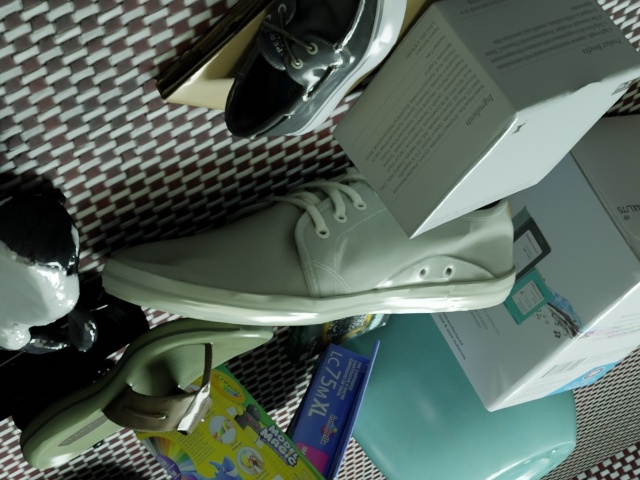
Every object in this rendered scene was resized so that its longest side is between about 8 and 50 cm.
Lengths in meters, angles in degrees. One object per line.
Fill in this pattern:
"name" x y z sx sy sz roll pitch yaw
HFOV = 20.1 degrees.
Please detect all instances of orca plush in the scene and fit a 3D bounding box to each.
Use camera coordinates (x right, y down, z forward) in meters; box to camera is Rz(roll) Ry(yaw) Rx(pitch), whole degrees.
"orca plush" -0.211 0.015 1.393 0.102 0.151 0.287 -57 166 -21

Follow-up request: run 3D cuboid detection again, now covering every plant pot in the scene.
"plant pot" 0.171 0.195 2.185 0.293 0.235 0.293 -26 161 -10

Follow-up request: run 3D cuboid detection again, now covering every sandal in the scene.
"sandal" -0.153 0.152 1.680 0.302 0.086 0.120 -36 156 29

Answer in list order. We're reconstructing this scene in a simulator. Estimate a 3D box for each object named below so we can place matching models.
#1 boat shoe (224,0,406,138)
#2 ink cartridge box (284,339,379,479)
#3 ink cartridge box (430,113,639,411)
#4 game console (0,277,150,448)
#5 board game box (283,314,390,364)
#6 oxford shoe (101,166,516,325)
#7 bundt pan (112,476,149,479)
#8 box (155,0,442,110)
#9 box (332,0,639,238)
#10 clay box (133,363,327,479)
"boat shoe" -0.013 -0.140 1.274 0.076 0.080 0.228 -20 166 -30
"ink cartridge box" -0.015 0.245 2.063 0.311 0.065 0.186 118 -6 -58
"ink cartridge box" 0.276 0.021 1.957 0.198 0.197 0.270 -8 151 -46
"game console" -0.242 0.137 1.732 0.213 0.044 0.361 -31 161 4
"board game box" 0.034 0.067 1.981 0.126 0.026 0.186 -22 159 -23
"oxford shoe" 0.000 0.000 1.639 0.449 0.169 0.130 -5 108 -37
"bundt pan" -0.160 0.406 2.139 0.124 0.331 0.331 -45 161 -5
"box" -0.010 -0.153 1.381 0.164 0.021 0.201 -40 158 25
"box" 0.140 -0.118 1.506 0.181 0.119 0.182 -22 160 -42
"clay box" -0.101 0.224 1.914 0.127 0.222 0.053 -45 174 37
